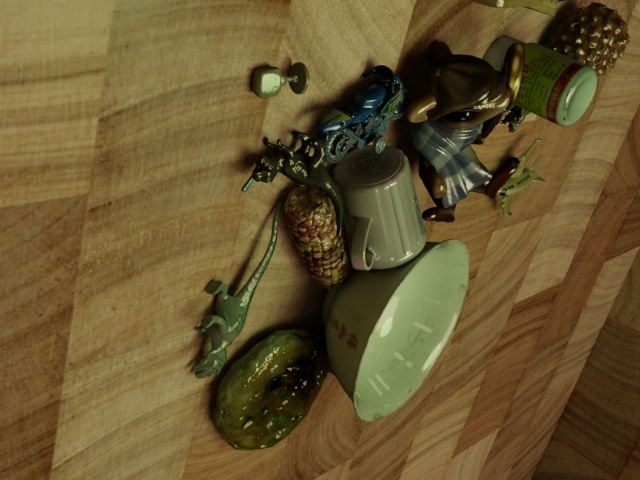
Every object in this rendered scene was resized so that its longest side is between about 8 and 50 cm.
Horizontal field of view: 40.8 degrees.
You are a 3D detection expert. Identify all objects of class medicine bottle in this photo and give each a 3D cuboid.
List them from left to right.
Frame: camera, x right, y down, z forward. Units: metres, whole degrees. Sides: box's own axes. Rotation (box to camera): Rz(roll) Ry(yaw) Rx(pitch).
[{"bbox_3d":[0.473,-0.350,1.872,0.139,0.225,0.139,-33,141,-31],"label":"medicine bottle"}]

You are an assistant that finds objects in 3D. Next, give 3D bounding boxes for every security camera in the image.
[{"bbox_3d":[-0.071,-0.264,1.413,0.092,0.058,0.058,-8,125,-34],"label":"security camera"}]

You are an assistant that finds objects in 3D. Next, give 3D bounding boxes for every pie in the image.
[{"bbox_3d":[-0.096,0.319,1.839,0.323,0.070,0.323,-27,137,-28],"label":"pie"}]

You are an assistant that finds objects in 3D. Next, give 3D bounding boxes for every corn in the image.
[{"bbox_3d":[0.000,0.000,1.682,0.098,0.098,0.289,-45,148,-16],"label":"corn"}]

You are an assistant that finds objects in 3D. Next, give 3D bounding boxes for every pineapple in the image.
[{"bbox_3d":[0.563,-0.398,2.028,0.361,0.175,0.175,-46,147,2],"label":"pineapple"}]

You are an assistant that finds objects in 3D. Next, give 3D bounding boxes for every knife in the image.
[{"bbox_3d":[-0.110,-0.123,1.514,0.091,0.005,0.014,-55,149,-3],"label":"knife"}]

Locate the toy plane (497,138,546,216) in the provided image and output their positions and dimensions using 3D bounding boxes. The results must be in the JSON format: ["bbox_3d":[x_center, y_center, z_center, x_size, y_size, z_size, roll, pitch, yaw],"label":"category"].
[{"bbox_3d":[0.493,-0.154,2.195,0.244,0.092,0.228,-15,132,-45],"label":"toy plane"}]

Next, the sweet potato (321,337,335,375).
[{"bbox_3d":[0.025,0.280,2.002,0.065,0.051,0.218,-37,146,-4],"label":"sweet potato"}]

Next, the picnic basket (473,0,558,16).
[{"bbox_3d":[0.278,-0.505,1.487,0.313,0.228,0.175,-5,120,-52],"label":"picnic basket"}]

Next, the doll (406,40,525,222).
[{"bbox_3d":[0.293,-0.222,1.748,0.318,0.209,0.339,-53,149,-34],"label":"doll"}]

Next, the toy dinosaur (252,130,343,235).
[{"bbox_3d":[-0.048,-0.098,1.520,0.187,0.087,0.178,-4,109,-27],"label":"toy dinosaur"}]

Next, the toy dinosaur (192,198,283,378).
[{"bbox_3d":[-0.165,0.103,1.583,0.129,0.076,0.382,0,122,-60],"label":"toy dinosaur"}]

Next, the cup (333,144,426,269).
[{"bbox_3d":[0.118,-0.054,1.679,0.167,0.221,0.202,-16,130,0],"label":"cup"}]

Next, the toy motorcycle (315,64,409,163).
[{"bbox_3d":[0.084,-0.238,1.586,0.254,0.092,0.135,-39,144,-31],"label":"toy motorcycle"}]

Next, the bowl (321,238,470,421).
[{"bbox_3d":[0.131,0.159,1.883,0.435,0.196,0.434,-39,143,-37],"label":"bowl"}]
